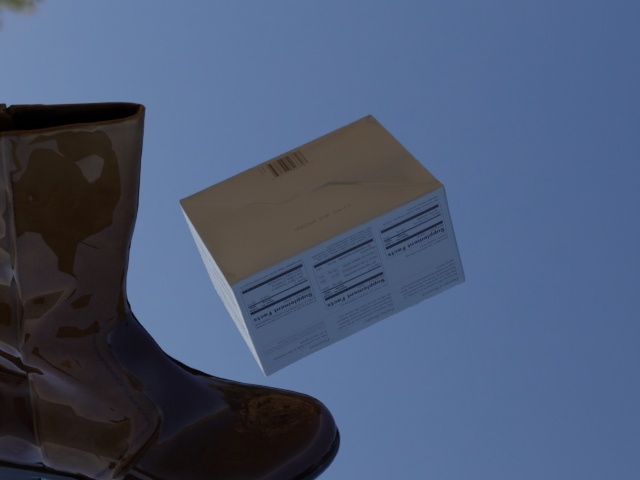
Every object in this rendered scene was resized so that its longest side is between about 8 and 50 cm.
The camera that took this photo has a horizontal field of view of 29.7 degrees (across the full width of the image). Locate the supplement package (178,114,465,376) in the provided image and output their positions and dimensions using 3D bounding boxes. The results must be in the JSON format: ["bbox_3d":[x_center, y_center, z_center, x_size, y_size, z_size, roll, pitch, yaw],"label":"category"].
[{"bbox_3d":[0.000,0.000,1.417,0.262,0.145,0.204,-24,-144,-10],"label":"supplement package"}]

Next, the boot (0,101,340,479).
[{"bbox_3d":[-0.112,0.036,0.725,0.264,0.280,0.096,5,-146,1],"label":"boot"}]
